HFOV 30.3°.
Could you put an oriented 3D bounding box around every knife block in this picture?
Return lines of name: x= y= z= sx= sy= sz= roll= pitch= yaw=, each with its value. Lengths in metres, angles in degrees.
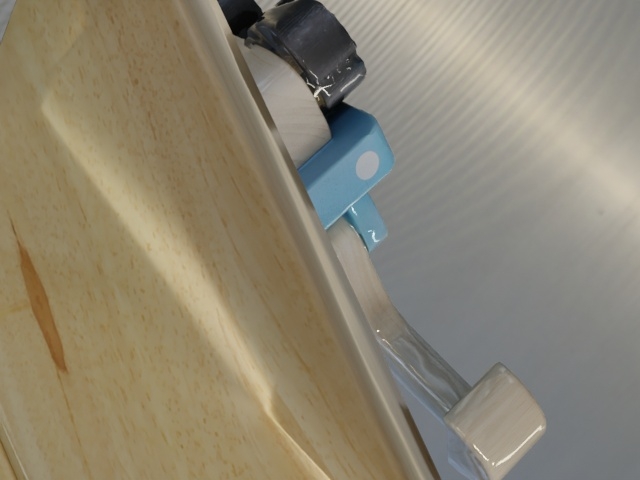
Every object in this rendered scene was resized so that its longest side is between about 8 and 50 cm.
knife block: x=-0.001 y=0.071 z=0.343 sx=0.088 sy=0.242 sz=0.275 roll=19 pitch=91 yaw=-83

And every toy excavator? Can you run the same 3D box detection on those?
toy excavator: x=0.000 y=0.000 z=1.144 sx=0.222 sy=0.433 sz=0.445 roll=-44 pitch=131 yaw=-14
